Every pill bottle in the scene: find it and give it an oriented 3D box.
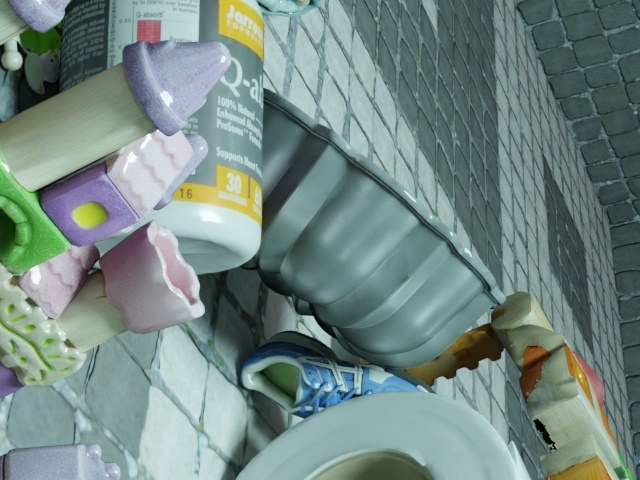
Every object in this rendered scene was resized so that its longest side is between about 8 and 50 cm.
[{"bbox_3d":[-0.125,-0.121,1.061,0.162,0.162,0.278,30,58,-63],"label":"pill bottle"}]

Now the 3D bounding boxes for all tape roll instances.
[{"bbox_3d":[0.047,0.263,1.127,0.286,0.286,0.100,-79,148,-49],"label":"tape roll"}]

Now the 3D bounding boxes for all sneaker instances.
[{"bbox_3d":[0.018,0.152,1.278,0.081,0.211,0.080,-18,120,-59],"label":"sneaker"}]

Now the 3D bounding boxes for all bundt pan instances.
[{"bbox_3d":[0.000,0.000,1.225,0.331,0.124,0.331,39,-6,5],"label":"bundt pan"}]

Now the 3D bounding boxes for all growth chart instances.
[{"bbox_3d":[-0.208,-0.198,1.136,0.237,0.021,0.172,0,78,-68],"label":"growth chart"}]

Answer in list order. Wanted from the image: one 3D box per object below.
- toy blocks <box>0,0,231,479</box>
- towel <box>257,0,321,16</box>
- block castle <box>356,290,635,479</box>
[{"bbox_3d":[-0.150,-0.026,0.737,0.288,0.260,0.309,58,12,-42],"label":"toy blocks"},{"bbox_3d":[-0.116,-0.427,1.428,0.374,0.090,0.320,11,67,-68],"label":"towel"},{"bbox_3d":[0.161,0.289,1.312,0.213,0.303,0.453,55,19,-31],"label":"block castle"}]
